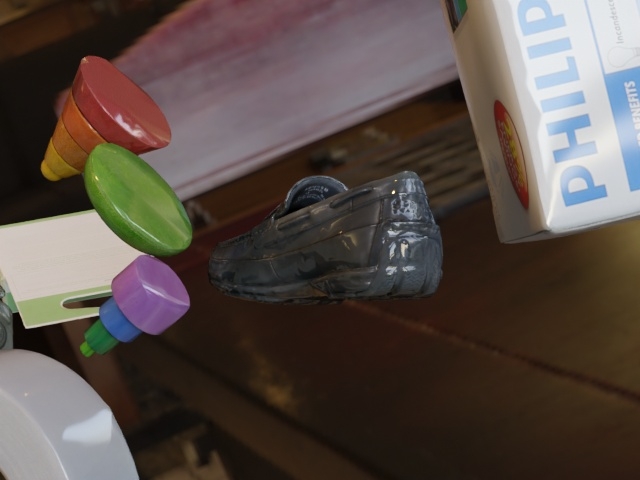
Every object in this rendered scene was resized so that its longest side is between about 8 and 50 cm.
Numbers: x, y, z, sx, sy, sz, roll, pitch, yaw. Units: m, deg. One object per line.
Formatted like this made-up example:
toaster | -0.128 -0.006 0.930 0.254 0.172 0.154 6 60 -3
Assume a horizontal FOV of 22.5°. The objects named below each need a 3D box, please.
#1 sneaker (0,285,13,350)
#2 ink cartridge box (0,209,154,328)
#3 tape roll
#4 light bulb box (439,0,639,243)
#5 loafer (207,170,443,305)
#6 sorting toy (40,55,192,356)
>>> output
sneaker | -0.316 0.062 1.269 0.130 0.087 0.227 8 -2 4
ink cartridge box | -0.264 0.044 1.768 0.171 0.056 0.235 -10 32 -18
tape roll | -0.232 0.191 1.166 0.219 0.219 0.072 -14 2 34
light bulb box | 0.264 -0.209 1.099 0.361 0.358 0.225 -14 -2 -3
loafer | 0.000 0.000 0.993 0.076 0.078 0.223 4 -6 -32
sorting toy | -0.212 -0.023 1.539 0.126 0.127 0.365 -39 39 20
